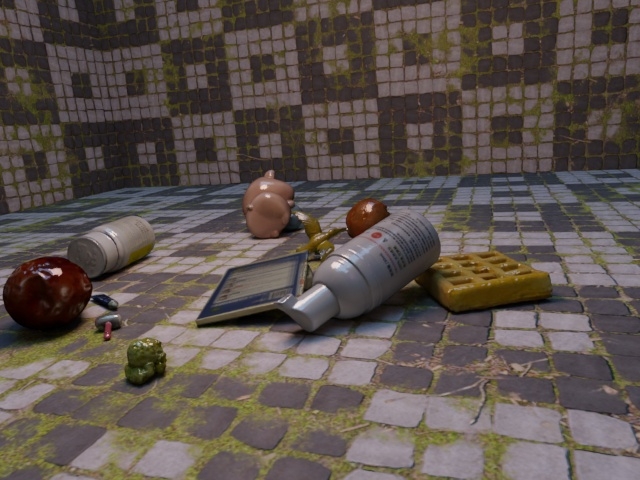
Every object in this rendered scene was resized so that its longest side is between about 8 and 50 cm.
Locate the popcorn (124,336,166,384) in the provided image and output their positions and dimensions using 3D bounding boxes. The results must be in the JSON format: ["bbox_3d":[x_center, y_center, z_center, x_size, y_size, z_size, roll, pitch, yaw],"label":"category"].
[{"bbox_3d":[-0.293,0.198,0.824,0.060,0.068,0.083,-22,40,37],"label":"popcorn"}]

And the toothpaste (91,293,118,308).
[{"bbox_3d":[-0.514,0.144,1.194,0.037,0.020,0.140,-7,10,-41],"label":"toothpaste"}]

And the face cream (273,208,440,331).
[{"bbox_3d":[0.075,0.076,1.012,0.370,0.145,0.145,-31,26,-29],"label":"face cream"}]

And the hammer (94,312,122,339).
[{"bbox_3d":[-0.434,0.179,1.016,0.053,0.031,0.083,-11,25,-15],"label":"hammer"}]

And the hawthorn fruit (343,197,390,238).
[{"bbox_3d":[0.144,-0.053,1.604,0.189,0.149,0.149,-37,0,24],"label":"hawthorn fruit"}]

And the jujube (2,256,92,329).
[{"bbox_3d":[-0.591,0.115,1.094,0.168,0.167,0.236,-9,-2,-19],"label":"jujube"}]

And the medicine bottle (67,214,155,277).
[{"bbox_3d":[-0.623,0.016,1.498,0.144,0.143,0.258,-1,13,14],"label":"medicine bottle"}]

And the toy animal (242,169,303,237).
[{"bbox_3d":[-0.194,-0.114,1.798,0.230,0.209,0.221,38,22,13],"label":"toy animal"}]

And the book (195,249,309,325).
[{"bbox_3d":[-0.141,0.100,1.152,0.229,0.018,0.322,-13,15,6],"label":"book"}]

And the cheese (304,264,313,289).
[{"bbox_3d":[-0.055,0.079,1.261,0.065,0.043,0.194,-8,13,-5],"label":"cheese"}]

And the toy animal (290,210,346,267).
[{"bbox_3d":[0.000,0.000,1.437,0.155,0.095,0.219,-13,54,-33],"label":"toy animal"}]

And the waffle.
[{"bbox_3d":[0.341,0.081,1.098,0.221,0.055,0.248,-6,13,-8],"label":"waffle"}]
